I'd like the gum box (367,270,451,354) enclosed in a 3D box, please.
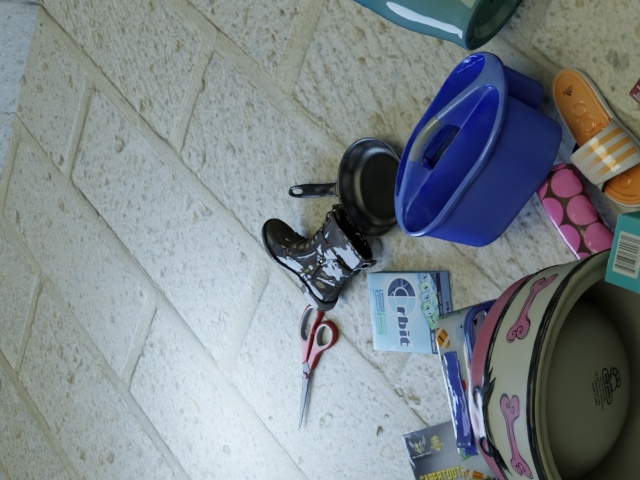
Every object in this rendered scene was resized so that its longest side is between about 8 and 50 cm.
[{"bbox_3d":[0.174,0.138,1.983,0.184,0.041,0.157,-3,94,49],"label":"gum box"}]

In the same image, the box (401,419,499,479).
[{"bbox_3d":[0.271,0.423,1.909,0.231,0.056,0.183,-29,75,46],"label":"box"}]

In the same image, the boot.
[{"bbox_3d":[0.000,0.000,2.099,0.263,0.091,0.229,50,140,17],"label":"boot"}]

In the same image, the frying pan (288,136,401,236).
[{"bbox_3d":[0.070,-0.081,2.058,0.326,0.053,0.197,-33,71,47],"label":"frying pan"}]

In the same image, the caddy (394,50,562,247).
[{"bbox_3d":[0.240,-0.149,1.704,0.341,0.179,0.241,-58,28,35],"label":"caddy"}]

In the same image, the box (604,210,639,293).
[{"bbox_3d":[0.502,0.006,1.445,0.060,0.244,0.100,23,112,44],"label":"box"}]

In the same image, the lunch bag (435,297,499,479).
[{"bbox_3d":[0.310,0.248,1.699,0.115,0.243,0.303,-19,81,48],"label":"lunch bag"}]

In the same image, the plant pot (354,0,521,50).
[{"bbox_3d":[0.203,-0.459,1.712,0.255,0.272,0.271,41,125,19],"label":"plant pot"}]

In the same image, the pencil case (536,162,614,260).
[{"bbox_3d":[0.423,-0.023,1.643,0.095,0.098,0.209,-41,64,38],"label":"pencil case"}]

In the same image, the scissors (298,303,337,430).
[{"bbox_3d":[-0.032,0.276,2.254,0.109,0.021,0.297,39,124,34],"label":"scissors"}]

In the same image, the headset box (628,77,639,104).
[{"bbox_3d":[0.590,-0.226,1.412,0.218,0.110,0.293,53,131,28],"label":"headset box"}]

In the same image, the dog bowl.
[{"bbox_3d":[0.381,0.214,1.493,0.150,0.408,0.408,-2,94,50],"label":"dog bowl"}]

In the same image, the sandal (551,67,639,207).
[{"bbox_3d":[0.430,-0.160,1.626,0.102,0.076,0.265,-49,60,40],"label":"sandal"}]
